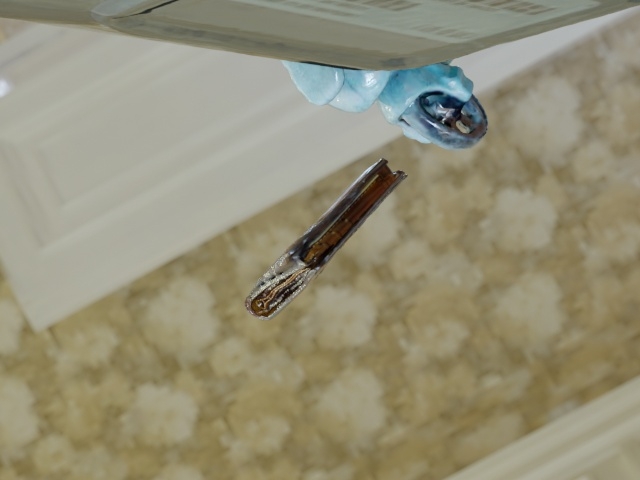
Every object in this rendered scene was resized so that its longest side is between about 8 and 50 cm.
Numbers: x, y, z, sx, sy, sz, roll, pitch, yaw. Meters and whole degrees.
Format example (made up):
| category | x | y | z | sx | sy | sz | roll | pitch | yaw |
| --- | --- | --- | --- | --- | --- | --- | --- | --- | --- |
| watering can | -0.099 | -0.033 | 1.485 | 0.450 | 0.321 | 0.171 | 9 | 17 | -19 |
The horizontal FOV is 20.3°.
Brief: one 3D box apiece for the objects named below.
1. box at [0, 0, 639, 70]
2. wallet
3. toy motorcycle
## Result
| category | x | y | z | sx | sy | sz | roll | pitch | yaw |
| --- | --- | --- | --- | --- | --- | --- | --- | --- | --- |
| box | 0.055 | -0.167 | 0.923 | 0.367 | 0.373 | 0.090 | 1 | -99 | -48 |
| wallet | 0.002 | 0.003 | 1.838 | 0.042 | 0.161 | 0.195 | 45 | 153 | 0 |
| toy motorcycle | 0.018 | -0.180 | 1.335 | 0.206 | 0.154 | 0.260 | 18 | -141 | -34 |
